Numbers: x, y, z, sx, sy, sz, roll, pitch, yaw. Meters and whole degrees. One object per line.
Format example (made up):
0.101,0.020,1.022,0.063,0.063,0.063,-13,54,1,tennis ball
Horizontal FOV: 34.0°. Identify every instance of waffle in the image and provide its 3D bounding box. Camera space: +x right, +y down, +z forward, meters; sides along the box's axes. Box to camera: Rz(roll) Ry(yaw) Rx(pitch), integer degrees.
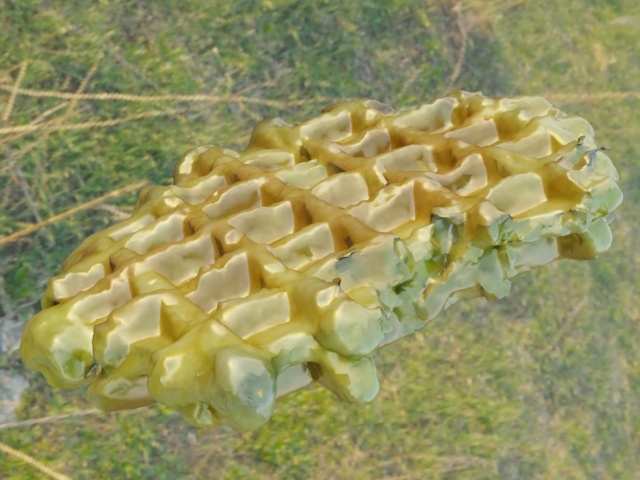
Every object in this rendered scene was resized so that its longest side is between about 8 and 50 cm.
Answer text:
0.006,-0.005,0.519,0.301,0.282,0.058,-38,121,-42,waffle
